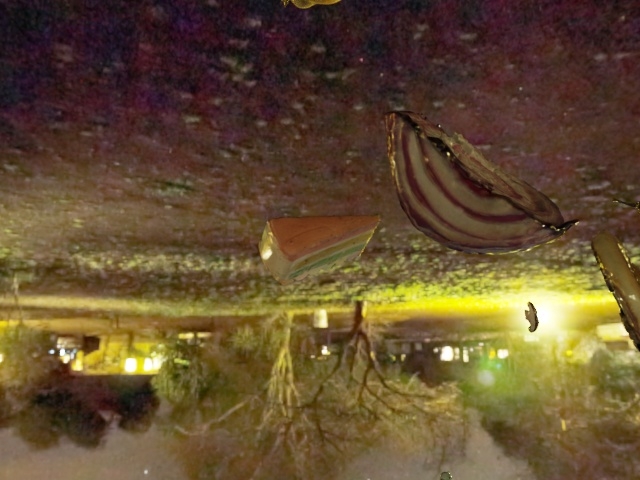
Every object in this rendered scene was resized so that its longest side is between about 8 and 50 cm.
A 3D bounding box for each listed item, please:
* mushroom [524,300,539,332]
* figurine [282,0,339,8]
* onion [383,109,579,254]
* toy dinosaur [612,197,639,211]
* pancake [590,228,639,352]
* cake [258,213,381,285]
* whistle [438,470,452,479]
[{"bbox_3d":[0.631,0.229,1.584,0.019,0.101,0.049,-17,-161,-21],"label":"mushroom"},{"bbox_3d":[-0.034,-0.460,0.837,0.156,0.246,0.131,-49,169,32],"label":"figurine"},{"bbox_3d":[0.228,-0.076,0.837,0.314,0.146,0.280,36,-159,16],"label":"onion"},{"bbox_3d":[0.803,-0.082,1.284,0.058,0.037,0.180,29,164,-35],"label":"toy dinosaur"},{"bbox_3d":[0.723,0.145,1.217,0.071,0.383,0.382,-26,156,29],"label":"pancake"},{"bbox_3d":[0.006,0.016,0.980,0.225,0.090,0.110,-4,140,-20],"label":"cake"},{"bbox_3d":[0.352,0.707,1.535,0.035,0.035,0.100,-13,-162,45],"label":"whistle"}]
